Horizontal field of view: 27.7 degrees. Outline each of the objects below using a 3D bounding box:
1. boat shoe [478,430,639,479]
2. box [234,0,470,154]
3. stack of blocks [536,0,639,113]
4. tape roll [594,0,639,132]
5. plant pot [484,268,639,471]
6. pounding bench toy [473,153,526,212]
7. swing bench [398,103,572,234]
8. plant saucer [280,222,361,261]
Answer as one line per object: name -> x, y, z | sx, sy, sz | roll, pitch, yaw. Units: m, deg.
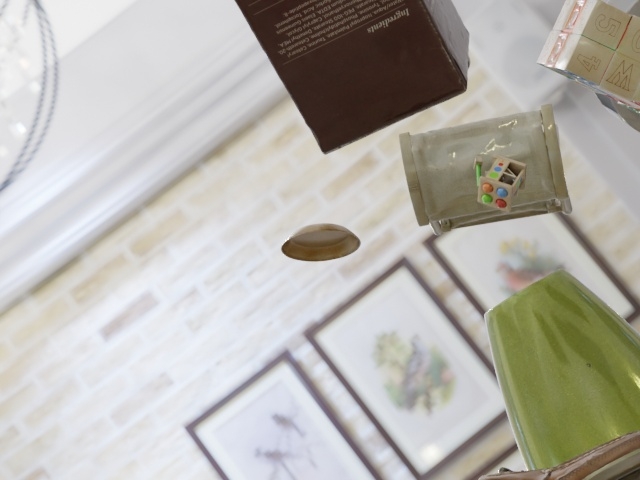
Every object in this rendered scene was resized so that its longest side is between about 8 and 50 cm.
boat shoe -> 0.175, 0.242, 1.138 | 0.307, 0.104, 0.110 | -28, -49, -16
box -> 0.035, -0.233, 1.325 | 0.167, 0.203, 0.168 | -23, 22, 18
stack of blocks -> 0.408, -0.181, 1.503 | 0.171, 0.297, 0.087 | -117, 50, -78
tape roll -> 0.466, -0.246, 1.716 | 0.219, 0.219, 0.072 | -39, 24, 4
plant pot -> 0.368, 0.200, 1.880 | 0.275, 0.293, 0.275 | -30, -9, -5
pounding bench toy -> 0.255, -0.088, 1.937 | 0.065, 0.083, 0.052 | -53, -27, -36
swing bench -> 0.286, -0.113, 2.204 | 0.253, 0.165, 0.255 | -10, -5, 13
plant saucer -> 0.000, 0.000, 1.348 | 0.083, 0.015, 0.083 | -4, -23, -2
